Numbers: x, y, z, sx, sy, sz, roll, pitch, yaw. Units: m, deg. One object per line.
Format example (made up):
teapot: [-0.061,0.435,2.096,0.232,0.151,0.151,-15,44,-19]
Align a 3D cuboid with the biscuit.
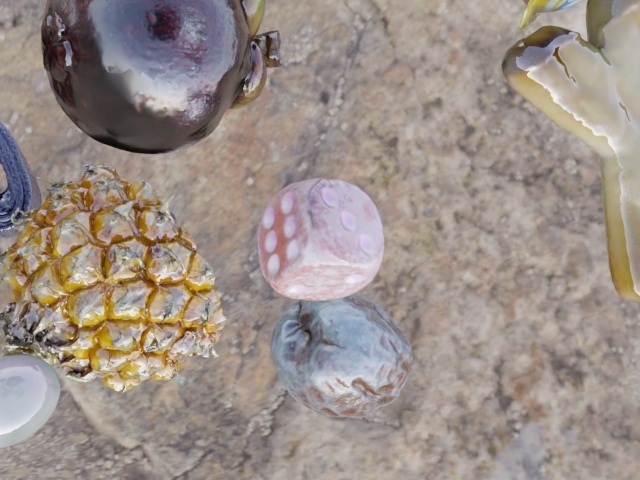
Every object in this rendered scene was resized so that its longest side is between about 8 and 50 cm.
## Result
biscuit: [0.230,-0.082,0.674,0.164,0.047,0.208,-35,102,-20]

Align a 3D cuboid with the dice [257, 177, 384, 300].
dice: [0.000,0.000,0.875,0.091,0.094,0.093,10,59,-33]

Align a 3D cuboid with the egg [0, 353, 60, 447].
egg: [-0.376,0.192,1.108,0.135,0.103,0.103,-33,91,-43]

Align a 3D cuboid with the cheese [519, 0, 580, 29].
cheese: [0.196,-0.262,0.653,0.069,0.177,0.270,24,65,10]

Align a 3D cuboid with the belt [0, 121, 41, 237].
belt: [-0.526,-0.112,1.413,0.139,0.126,0.230,-34,90,-13]

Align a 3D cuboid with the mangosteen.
mangosteen: [-0.152,-0.201,0.951,0.265,0.228,0.228,-8,78,-36]

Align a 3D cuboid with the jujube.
jujube: [0.042,0.215,1.720,0.246,0.215,0.308,46,9,37]

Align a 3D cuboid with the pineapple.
pineapple: [-0.306,0.062,1.216,0.344,0.209,0.286,43,54,7]
